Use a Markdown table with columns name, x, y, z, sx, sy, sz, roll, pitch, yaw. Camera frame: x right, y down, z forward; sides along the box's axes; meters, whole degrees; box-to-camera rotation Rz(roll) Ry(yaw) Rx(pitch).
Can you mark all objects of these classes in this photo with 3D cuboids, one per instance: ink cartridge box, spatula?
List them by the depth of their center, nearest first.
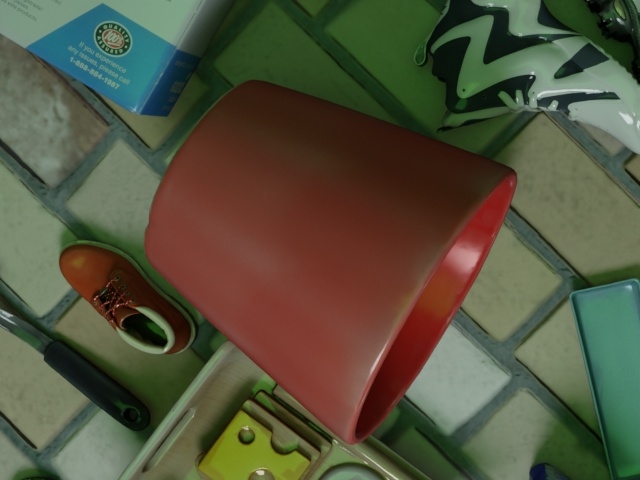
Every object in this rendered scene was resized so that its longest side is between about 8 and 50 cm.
| name | x | y | z | sx | sy | sz | roll | pitch | yaw |
| --- | --- | --- | --- | --- | --- | --- | --- | --- | --- |
| ink cartridge box | -0.169 | -0.299 | 1.116 | 0.223 | 0.129 | 0.307 | 32 | 97 | 4 |
| spatula | -0.287 | 0.094 | 1.207 | 0.296 | 0.030 | 0.084 | 35 | 95 | 3 |

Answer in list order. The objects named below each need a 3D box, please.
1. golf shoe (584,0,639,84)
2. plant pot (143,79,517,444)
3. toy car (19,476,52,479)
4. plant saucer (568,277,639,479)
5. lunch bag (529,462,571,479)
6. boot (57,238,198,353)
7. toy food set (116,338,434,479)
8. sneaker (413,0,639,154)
| name | x | y | z | sx | sy | sz | roll | pitch | yaw |
| --- | --- | --- | --- | --- | --- | --- | --- | --- | --- |
| golf shoe | 0.317 | -0.174 | 1.097 | 0.094 | 0.077 | 0.198 | -31 | 91 | 7 |
| plant pot | 0.000 | 0.000 | 1.066 | 0.243 | 0.275 | 0.274 | 30 | 97 | 14 |
| toy car | -0.288 | 0.350 | 1.213 | 0.239 | 0.053 | 0.224 | 1 | 94 | 6 |
| plant saucer | 0.286 | 0.134 | 1.151 | 0.067 | 0.018 | 0.192 | -13 | 93 | 7 |
| lunch bag | 0.234 | 0.284 | 1.111 | 0.096 | 0.129 | 0.151 | -27 | 91 | 7 |
| boot | -0.191 | 0.053 | 1.167 | 0.158 | 0.084 | 0.059 | 35 | 99 | 5 |
| toy food set | -0.026 | 0.260 | 1.089 | 0.306 | 0.092 | 0.219 | 37 | 91 | 1 |
| sneaker | 0.184 | -0.128 | 1.107 | 0.235 | 0.094 | 0.153 | 44 | 99 | 2 |
